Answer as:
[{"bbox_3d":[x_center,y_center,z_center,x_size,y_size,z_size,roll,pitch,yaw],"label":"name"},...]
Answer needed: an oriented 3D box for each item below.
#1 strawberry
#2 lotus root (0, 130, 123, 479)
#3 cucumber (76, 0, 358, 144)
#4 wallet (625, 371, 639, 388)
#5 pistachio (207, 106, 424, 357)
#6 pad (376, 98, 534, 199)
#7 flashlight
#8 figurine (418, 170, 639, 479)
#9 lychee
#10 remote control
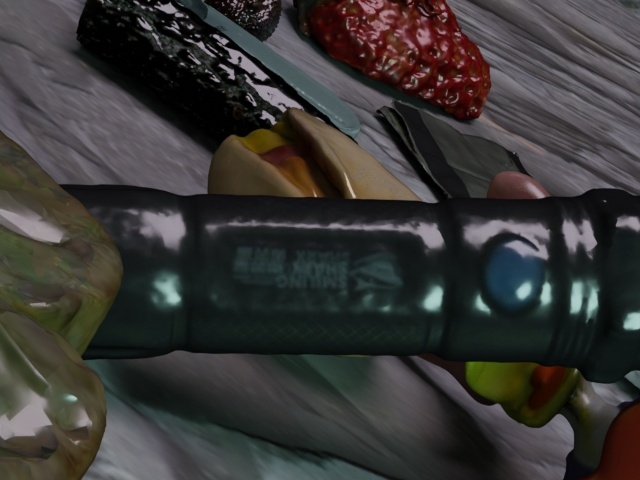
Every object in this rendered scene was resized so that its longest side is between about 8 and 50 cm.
[{"bbox_3d":[0.090,-0.219,1.682,0.236,0.111,0.190,26,19,-22],"label":"strawberry"},{"bbox_3d":[-0.255,0.007,0.651,0.374,0.111,0.390,19,26,-24],"label":"lotus root"},{"bbox_3d":[-0.055,-0.095,1.237,0.300,0.072,0.072,37,20,7],"label":"cucumber"},{"bbox_3d":[0.286,0.102,1.352,0.124,0.032,0.183,42,23,22],"label":"wallet"},{"bbox_3d":[0.000,0.000,1.046,0.200,0.117,0.145,41,-18,47],"label":"pistachio"},{"bbox_3d":[0.155,-0.041,1.497,0.174,0.022,0.233,21,24,-32],"label":"pad"},{"bbox_3d":[0.050,0.017,0.868,0.423,0.103,0.103,2,28,-10],"label":"flashlight"},{"bbox_3d":[0.205,0.137,0.971,0.421,0.154,0.193,43,19,20],"label":"figurine"},{"bbox_3d":[-0.068,-0.200,1.457,0.067,0.068,0.083,27,-4,-7],"label":"lychee"},{"bbox_3d":[-0.077,-0.144,1.336,0.247,0.052,0.104,36,19,10],"label":"remote control"}]
